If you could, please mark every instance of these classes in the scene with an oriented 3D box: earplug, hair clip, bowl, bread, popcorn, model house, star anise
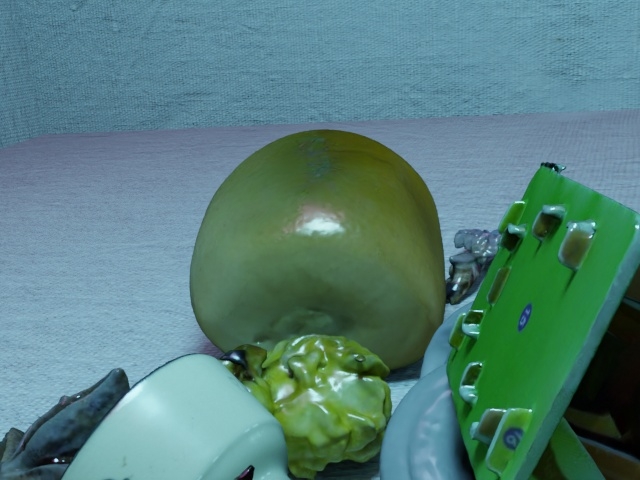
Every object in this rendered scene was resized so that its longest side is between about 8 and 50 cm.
[{"bbox_3d":[0.178,0.184,0.839,0.214,0.175,0.325,3,29,17],"label":"earplug"},{"bbox_3d":[0.276,0.021,1.456,0.173,0.069,0.300,6,21,35],"label":"hair clip"},{"bbox_3d":[-0.105,0.222,0.720,0.126,0.238,0.237,26,30,22],"label":"bowl"},{"bbox_3d":[0.000,0.000,1.235,0.348,0.253,0.376,-1,26,9],"label":"bread"},{"bbox_3d":[-0.021,0.183,0.938,0.195,0.174,0.168,-10,37,-43],"label":"popcorn"},{"bbox_3d":[0.256,0.162,0.650,0.323,0.340,0.300,22,10,-1],"label":"model house"},{"bbox_3d":[-0.261,0.235,0.851,0.257,0.110,0.198,-26,34,29],"label":"star anise"}]

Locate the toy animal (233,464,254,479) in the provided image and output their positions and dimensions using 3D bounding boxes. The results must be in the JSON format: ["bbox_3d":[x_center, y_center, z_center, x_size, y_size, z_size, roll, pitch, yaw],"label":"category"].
[{"bbox_3d":[-0.028,0.280,0.569,0.260,0.243,0.087,-33,-10,1],"label":"toy animal"}]
